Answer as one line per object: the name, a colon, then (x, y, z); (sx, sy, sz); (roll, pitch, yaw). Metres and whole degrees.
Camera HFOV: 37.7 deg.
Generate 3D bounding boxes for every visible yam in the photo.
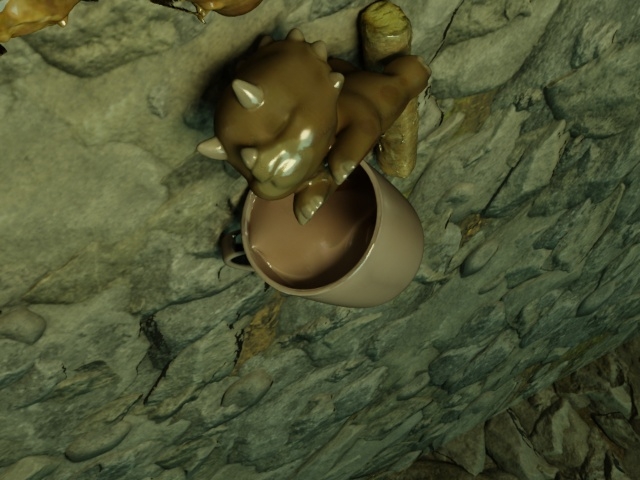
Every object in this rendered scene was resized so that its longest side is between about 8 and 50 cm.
yam: (0.091, -0.177, 1.172); (0.066, 0.066, 0.300); (-32, 151, -10)

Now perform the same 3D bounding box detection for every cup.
cup: (0.000, 0.000, 1.233); (0.252, 0.192, 0.200); (-15, 162, 22)

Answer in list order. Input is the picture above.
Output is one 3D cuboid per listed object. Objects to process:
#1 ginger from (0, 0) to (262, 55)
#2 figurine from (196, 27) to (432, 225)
ginger: (-0.153, -0.233, 0.785); (0.309, 0.107, 0.133); (-19, 132, -37)
figurine: (-0.019, -0.142, 1.013); (0.247, 0.173, 0.177); (-50, -179, -31)
